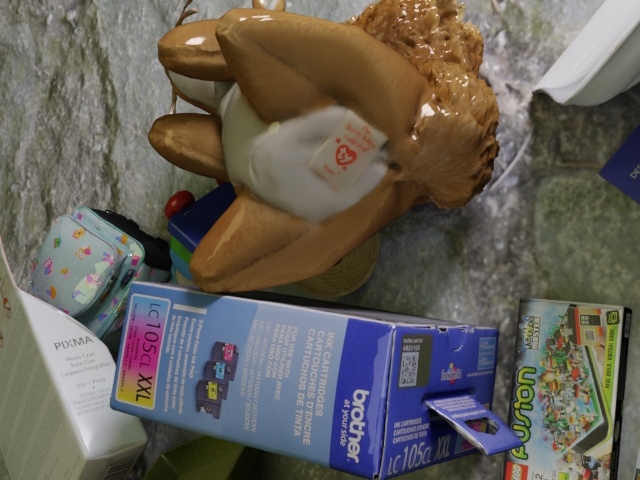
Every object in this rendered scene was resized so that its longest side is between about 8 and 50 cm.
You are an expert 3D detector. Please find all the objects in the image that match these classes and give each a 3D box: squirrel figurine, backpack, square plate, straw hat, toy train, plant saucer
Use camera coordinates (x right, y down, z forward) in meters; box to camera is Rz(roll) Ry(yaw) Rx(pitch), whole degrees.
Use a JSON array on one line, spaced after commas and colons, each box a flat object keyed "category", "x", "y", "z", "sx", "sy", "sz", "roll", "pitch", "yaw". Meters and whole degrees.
[{"category": "squirrel figurine", "x": -0.002, "y": -0.162, "z": 1.004, "sx": 0.370, "sy": 0.396, "sz": 0.281, "roll": -126, "pitch": 33, "yaw": -58}, {"category": "backpack", "x": -0.322, "y": 0.062, "z": 1.237, "sx": 0.165, "sy": 0.144, "sz": 0.188, "roll": 29, "pitch": 100, "yaw": 27}, {"category": "square plate", "x": 0.336, "y": -0.254, "z": 0.800, "sx": 0.049, "sy": 0.347, "sz": 0.344, "roll": 40, "pitch": 105, "yaw": 0}, {"category": "straw hat", "x": 0.000, "y": 0.000, "z": 1.092, "sx": 0.061, "sy": 0.144, "sz": 0.145, "roll": 167, "pitch": 111, "yaw": -72}, {"category": "toy train", "x": -0.094, "y": -0.031, "z": 1.135, "sx": 0.105, "sy": 0.248, "sz": 0.143, "roll": 41, "pitch": 143, "yaw": 15}, {"category": "plant saucer", "x": -0.160, "y": 0.311, "z": 1.091, "sx": 0.188, "sy": 0.188, "sz": 0.045, "roll": -27, "pitch": 104, "yaw": 26}]

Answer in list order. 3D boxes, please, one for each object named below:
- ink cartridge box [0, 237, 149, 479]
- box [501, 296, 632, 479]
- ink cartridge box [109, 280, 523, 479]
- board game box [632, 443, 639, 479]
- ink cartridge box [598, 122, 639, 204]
[{"category": "ink cartridge box", "x": -0.385, "y": 0.198, "z": 1.213, "sx": 0.385, "sy": 0.091, "sz": 0.308, "roll": 60, "pitch": 139, "yaw": 27}, {"category": "box", "x": 0.258, "y": 0.168, "z": 0.918, "sx": 0.114, "sy": 0.036, "sz": 0.207, "roll": 3, "pitch": 82, "yaw": 32}, {"category": "ink cartridge box", "x": 0.015, "y": 0.142, "z": 0.934, "sx": 0.395, "sy": 0.270, "sz": 0.151, "roll": 4, "pitch": 87, "yaw": 33}, {"category": "board game box", "x": 0.394, "y": 0.222, "z": 0.750, "sx": 0.224, "sy": 0.097, "sz": 0.304, "roll": 14, "pitch": 101, "yaw": 33}, {"category": "ink cartridge box", "x": 0.469, "y": -0.099, "z": 0.820, "sx": 0.307, "sy": 0.072, "sz": 0.304, "roll": 44, "pitch": 104, "yaw": 28}]
